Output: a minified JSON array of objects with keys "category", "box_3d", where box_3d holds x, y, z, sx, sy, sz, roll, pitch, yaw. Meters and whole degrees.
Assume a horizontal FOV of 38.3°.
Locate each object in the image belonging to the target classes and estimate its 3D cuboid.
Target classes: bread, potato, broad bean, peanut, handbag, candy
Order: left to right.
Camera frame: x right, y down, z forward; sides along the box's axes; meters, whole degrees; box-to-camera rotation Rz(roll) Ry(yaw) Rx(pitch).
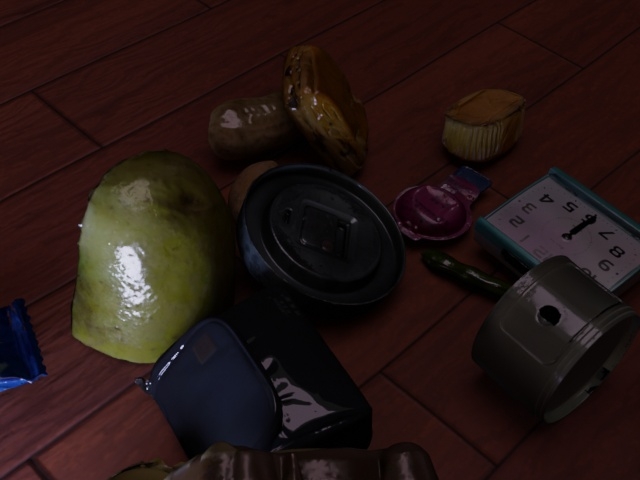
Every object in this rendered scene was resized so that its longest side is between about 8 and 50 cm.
[{"category":"candy","box_3d":[-0.594,0.212,1.417,0.331,0.077,0.187,-20,49,-19]},{"category":"potato","box_3d":[-0.237,0.010,1.503,0.213,0.280,0.330,25,48,21]},{"category":"handbag","box_3d":[-0.105,0.226,1.374,0.275,0.177,0.302,-20,51,-22]},{"category":"potato","box_3d":[-0.118,-0.082,1.723,0.112,0.112,0.147,10,52,5]},{"category":"peanut","box_3d":[-0.118,-0.238,1.856,0.253,0.122,0.137,-20,23,-26]},{"category":"bread","box_3d":[0.018,-0.264,1.827,0.099,0.235,0.210,-25,40,23]},{"category":"broad bean","box_3d":[0.283,0.067,1.655,0.227,0.039,0.069,22,15,11]},{"category":"bread","box_3d":[0.336,-0.236,1.904,0.132,0.114,0.190,30,42,34]}]

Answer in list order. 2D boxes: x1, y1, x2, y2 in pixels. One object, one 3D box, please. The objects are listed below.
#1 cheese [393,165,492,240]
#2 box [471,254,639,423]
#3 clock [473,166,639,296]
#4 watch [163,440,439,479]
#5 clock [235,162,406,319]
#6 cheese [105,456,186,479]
[{"category":"cheese","box_3d":[0.234,-0.070,1.768,0.155,0.062,0.244,34,52,24]},{"category":"box","box_3d":[0.370,0.155,1.448,0.226,0.226,0.149,-29,55,-28]},{"category":"clock","box_3d":[0.445,0.016,1.678,0.231,0.116,0.262,-32,55,-25]},{"category":"watch","box_3d":[-0.020,0.428,1.111,0.335,0.314,0.326,10,61,-27]},{"category":"clock","box_3d":[0.001,-0.001,1.612,0.313,0.061,0.312,15,48,-18]},{"category":"cheese","box_3d":[-0.245,0.429,1.211,0.260,0.128,0.315,15,51,-3]}]
